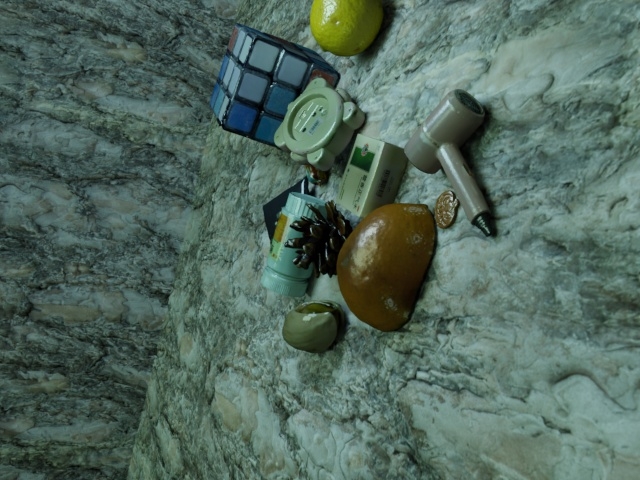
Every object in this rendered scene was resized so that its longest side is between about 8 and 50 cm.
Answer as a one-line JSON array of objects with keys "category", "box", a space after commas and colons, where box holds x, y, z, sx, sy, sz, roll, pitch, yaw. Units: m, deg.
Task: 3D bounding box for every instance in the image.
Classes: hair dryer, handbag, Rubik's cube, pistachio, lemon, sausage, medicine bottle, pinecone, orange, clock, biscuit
[{"category": "hair dryer", "box": [0.319, -0.156, 1.284, 0.189, 0.106, 0.344, -50, 46, 40]}, {"category": "handbag", "box": [-0.109, -0.085, 2.068, 0.254, 0.088, 0.211, -30, 60, 40]}, {"category": "Rubik's cube", "box": [-0.185, -0.564, 2.178, 0.362, 0.358, 0.363, -68, 25, 20]}, {"category": "pistachio", "box": [-0.023, 0.252, 1.713, 0.238, 0.153, 0.138, -44, 1, 45]}, {"category": "lemon", "box": [0.080, -0.702, 1.845, 0.228, 0.228, 0.253, -111, 37, -49]}, {"category": "sausage", "box": [-0.028, -0.276, 2.032, 0.083, 0.083, 0.264, -56, 34, 36]}, {"category": "medicine bottle", "box": [-0.078, 0.010, 1.895, 0.158, 0.158, 0.318, 42, 117, 61]}, {"category": "pinecone", "box": [-0.003, 0.001, 1.712, 0.202, 0.201, 0.229, 6, -112, -76]}, {"category": "orange", "box": [0.163, 0.068, 1.472, 0.274, 0.274, 0.310, -128, 25, -58]}, {"category": "clock", "box": [-0.003, -0.378, 1.924, 0.284, 0.114, 0.309, -53, 41, 6]}, {"category": "biscuit", "box": [0.294, -0.074, 1.357, 0.078, 0.015, 0.091, -40, 44, 51]}]

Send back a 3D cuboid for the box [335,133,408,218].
[{"category": "box", "box": [0.143, -0.174, 1.619, 0.168, 0.095, 0.212, 37, 111, 59]}]
